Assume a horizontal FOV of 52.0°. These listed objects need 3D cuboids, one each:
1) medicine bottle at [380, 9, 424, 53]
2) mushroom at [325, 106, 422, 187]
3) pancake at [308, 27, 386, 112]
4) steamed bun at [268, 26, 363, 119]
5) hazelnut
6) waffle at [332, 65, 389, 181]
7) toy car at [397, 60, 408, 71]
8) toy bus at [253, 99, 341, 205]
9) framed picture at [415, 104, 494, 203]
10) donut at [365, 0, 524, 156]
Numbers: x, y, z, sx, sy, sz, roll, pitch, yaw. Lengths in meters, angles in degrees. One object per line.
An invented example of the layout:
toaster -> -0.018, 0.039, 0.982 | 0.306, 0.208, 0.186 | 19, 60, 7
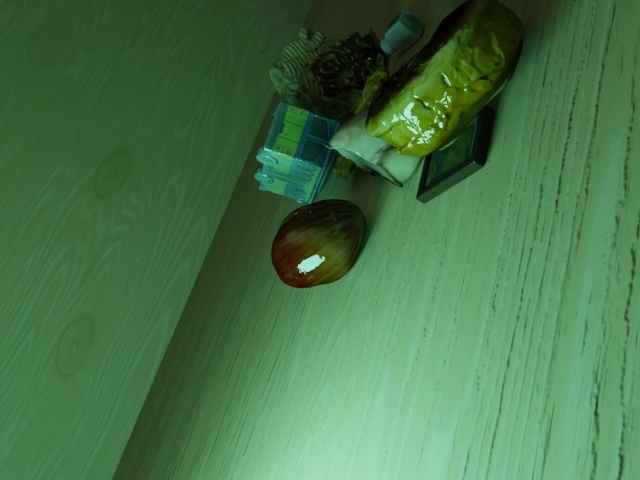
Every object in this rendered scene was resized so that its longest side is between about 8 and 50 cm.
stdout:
medicine bottle -> 0.209, -0.539, 1.718 | 0.118, 0.074, 0.055 | -32, 36, 60
mushroom -> 0.123, -0.230, 1.376 | 0.173, 0.162, 0.236 | -63, 19, 5
pancake -> 0.099, -0.470, 1.830 | 0.257, 0.212, 0.056 | -35, -20, -8
steamed bun -> 0.007, -0.476, 1.979 | 0.280, 0.268, 0.207 | -55, -20, -20
hazelnut -> -0.002, -0.002, 1.381 | 0.212, 0.181, 0.181 | -73, -3, -57
waffle -> 0.105, -0.285, 1.605 | 0.262, 0.060, 0.280 | -75, 8, -53
toy car -> 0.192, -0.347, 1.526 | 0.069, 0.055, 0.142 | 140, 143, -72
toy bus -> -0.065, -0.220, 1.736 | 0.312, 0.190, 0.152 | 120, 168, -73
framed picture -> 0.238, -0.152, 1.171 | 0.168, 0.023, 0.128 | -34, 33, 56
donut -> 0.218, -0.276, 1.152 | 0.330, 0.160, 0.330 | -45, 4, 4
